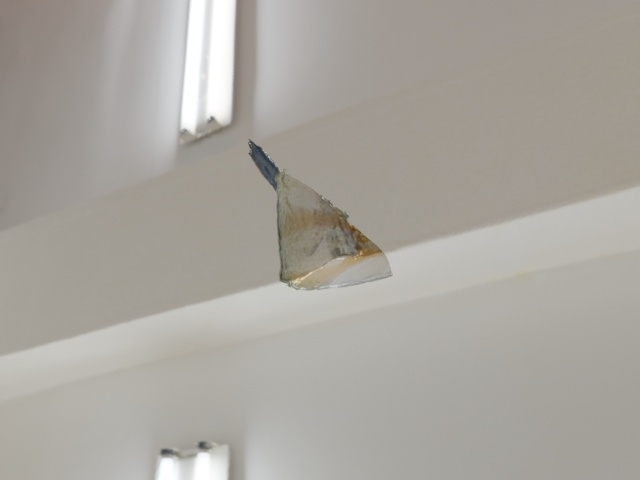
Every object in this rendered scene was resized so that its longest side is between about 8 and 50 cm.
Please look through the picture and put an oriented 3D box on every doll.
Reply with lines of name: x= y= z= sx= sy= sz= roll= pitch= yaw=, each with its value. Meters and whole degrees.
doll: x=-0.063 y=-0.090 z=0.979 sx=0.027 sy=0.037 sz=0.125 roll=-37 pitch=-89 yaw=-13

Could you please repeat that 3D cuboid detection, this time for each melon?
melon: x=-0.003 y=0.003 z=0.902 sx=0.202 sy=0.093 sz=0.139 roll=43 pitch=-105 yaw=2
